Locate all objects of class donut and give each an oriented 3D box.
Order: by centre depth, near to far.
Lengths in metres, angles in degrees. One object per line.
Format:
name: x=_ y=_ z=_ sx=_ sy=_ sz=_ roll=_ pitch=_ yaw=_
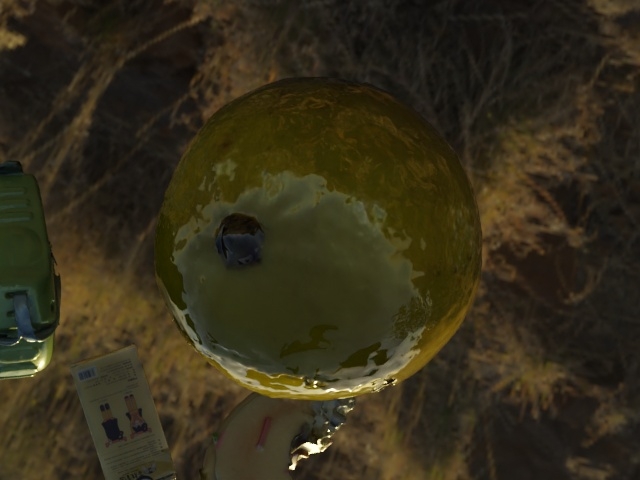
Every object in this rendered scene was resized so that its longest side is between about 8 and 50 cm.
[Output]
donut: x=-0.024 y=0.389 z=1.910 sx=0.307 sy=0.371 sz=0.150 roll=-22 pitch=144 yaw=-12

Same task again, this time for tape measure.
tape measure: x=-0.276 y=0.045 z=1.093 sx=0.087 sy=0.177 sz=0.154 roll=-2 pitch=138 yaw=-19

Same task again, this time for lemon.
lemon: x=0.000 y=0.001 z=1.051 sx=0.297 sy=0.297 sz=0.297 roll=15 pitch=147 yaw=10

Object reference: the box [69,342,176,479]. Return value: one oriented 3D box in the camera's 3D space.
box: x=-0.203 y=0.187 z=1.264 sx=0.073 sy=0.149 sz=0.020 roll=-17 pitch=-176 yaw=-11
